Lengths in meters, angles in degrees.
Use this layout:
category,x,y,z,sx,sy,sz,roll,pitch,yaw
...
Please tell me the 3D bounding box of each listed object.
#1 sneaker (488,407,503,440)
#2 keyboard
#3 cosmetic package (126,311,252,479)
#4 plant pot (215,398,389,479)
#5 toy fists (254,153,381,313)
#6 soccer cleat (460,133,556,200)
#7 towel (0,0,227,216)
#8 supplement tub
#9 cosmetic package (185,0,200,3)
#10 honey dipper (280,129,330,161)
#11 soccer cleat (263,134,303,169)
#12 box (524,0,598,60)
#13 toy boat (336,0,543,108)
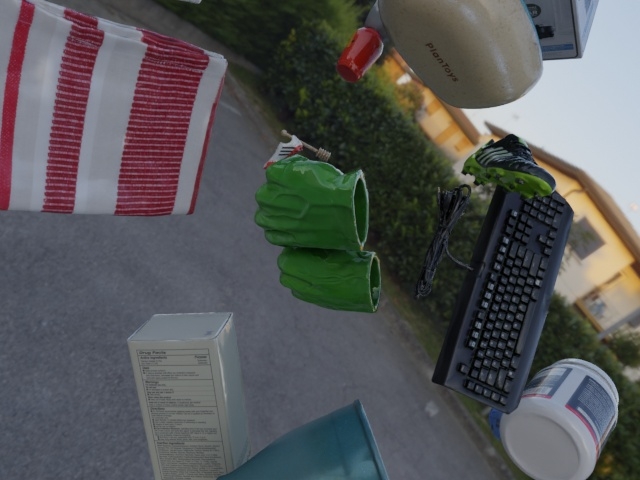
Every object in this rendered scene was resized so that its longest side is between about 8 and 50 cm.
category,x,y,z,sx,sy,sz,roll,pitch,yaw
sneaker,0.497,0.481,1.343,0.082,0.069,0.209,44,-24,40
keyboard,0.221,0.045,0.649,0.202,0.317,0.033,24,-15,-6
cosmetic package,-0.227,0.294,0.883,0.113,0.160,0.309,-66,154,-74
plant pot,-0.017,0.413,0.735,0.271,0.256,0.271,163,-90,-86
toy fists,0.000,0.000,0.673,0.279,0.142,0.096,73,26,-48
soccer cleat,0.237,-0.097,0.607,0.060,0.072,0.179,36,6,-17
towel,-0.273,-0.138,0.570,0.329,0.236,0.037,0,26,-44
supplement tub,0.541,0.394,1.094,0.272,0.191,0.191,-17,65,-45
cosmetic package,-0.354,-0.659,0.882,0.285,0.377,0.097,7,43,-7
honey dipper,-0.046,-0.284,1.453,0.161,0.030,0.030,27,17,-6
soccer cleat,-0.071,-0.157,0.882,0.035,0.083,0.029,61,15,5
box,0.322,-0.411,0.675,0.087,0.169,0.290,12,-18,36
toy boat,0.150,-0.308,0.695,0.267,0.148,0.318,41,-14,-34
